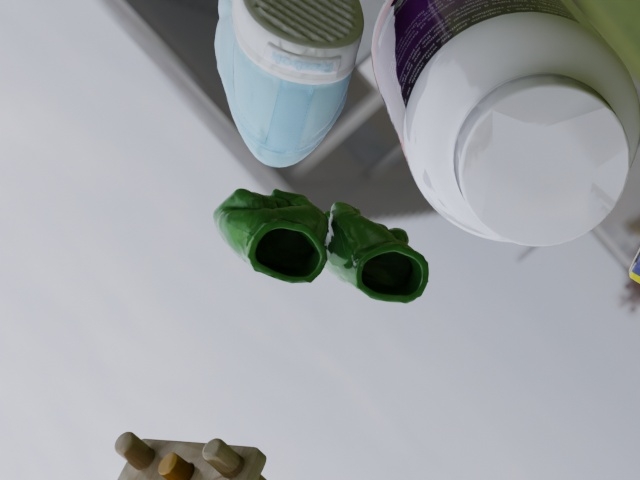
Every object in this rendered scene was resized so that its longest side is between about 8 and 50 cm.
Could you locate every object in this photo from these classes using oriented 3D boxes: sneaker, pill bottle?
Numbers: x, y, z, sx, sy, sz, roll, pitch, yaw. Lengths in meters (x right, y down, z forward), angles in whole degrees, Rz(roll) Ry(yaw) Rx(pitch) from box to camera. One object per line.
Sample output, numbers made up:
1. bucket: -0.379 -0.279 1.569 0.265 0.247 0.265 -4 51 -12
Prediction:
1. sneaker: -0.038 -0.191 1.454 0.135 0.150 0.366 15 -148 -6
2. pill bottle: 0.145 -0.114 1.360 0.181 0.181 0.323 45 -167 -20

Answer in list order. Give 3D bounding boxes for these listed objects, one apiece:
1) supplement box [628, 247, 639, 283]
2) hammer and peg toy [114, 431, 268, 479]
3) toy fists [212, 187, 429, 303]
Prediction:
1. supplement box: 0.583 -0.066 2.211 0.195 0.194 0.356 32 -130 17
2. hammer and peg toy: -0.241 0.429 2.311 0.266 0.361 0.127 -1 142 43
3. toy fists: 0.000 0.000 2.130 0.279 0.096 0.142 11 -169 -28
